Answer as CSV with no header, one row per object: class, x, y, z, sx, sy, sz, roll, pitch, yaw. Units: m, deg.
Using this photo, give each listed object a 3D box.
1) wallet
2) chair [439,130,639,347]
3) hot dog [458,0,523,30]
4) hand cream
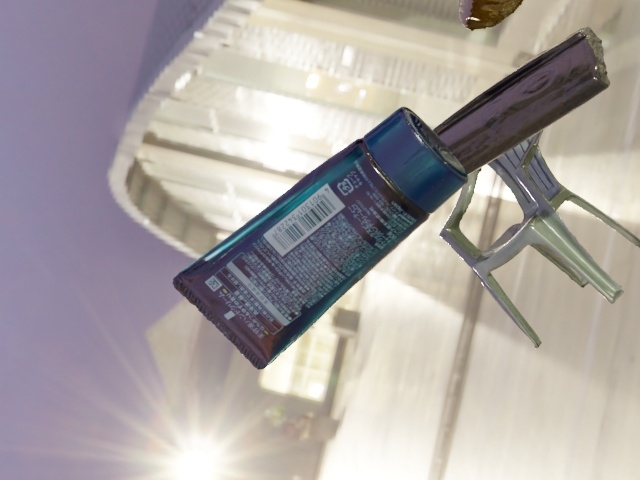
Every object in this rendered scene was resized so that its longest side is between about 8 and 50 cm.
wallet,0.136,-0.099,1.124,0.321,0.044,0.170,-33,14,22
chair,0.294,-0.031,1.579,0.190,0.275,0.203,-45,3,-38
hot dog,0.138,-0.236,0.840,0.289,0.068,0.083,91,173,-79
hand cream,0.000,0.000,0.996,0.270,0.120,0.061,-40,13,19
